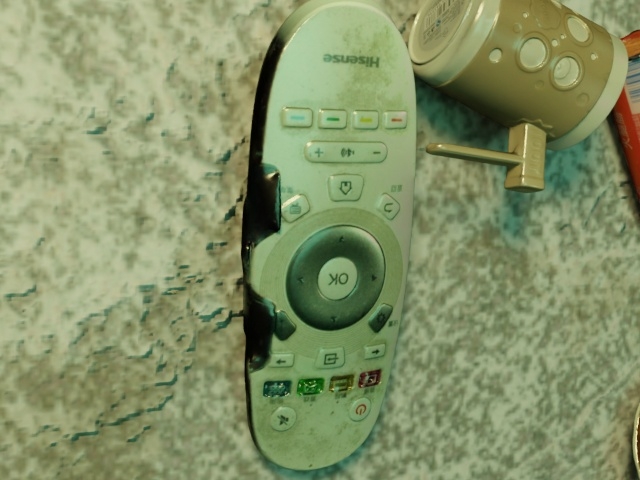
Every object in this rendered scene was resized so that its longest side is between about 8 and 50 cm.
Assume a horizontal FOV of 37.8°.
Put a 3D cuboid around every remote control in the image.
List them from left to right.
[{"bbox_3d":[0.001,0.001,0.495,0.097,0.045,0.256,1,102,-25],"label":"remote control"}]

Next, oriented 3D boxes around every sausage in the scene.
[{"bbox_3d":[0.212,-0.056,0.580,0.050,0.048,0.145,-50,122,-52],"label":"sausage"}]

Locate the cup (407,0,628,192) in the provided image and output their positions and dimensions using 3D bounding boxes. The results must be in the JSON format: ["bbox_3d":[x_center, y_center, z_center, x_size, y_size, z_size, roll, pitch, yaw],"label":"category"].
[{"bbox_3d":[0.097,-0.088,0.509,0.099,0.074,0.102,23,102,-23],"label":"cup"}]

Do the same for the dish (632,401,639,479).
[{"bbox_3d":[0.275,0.147,0.628,0.141,0.078,0.141,-2,69,6],"label":"dish"}]
